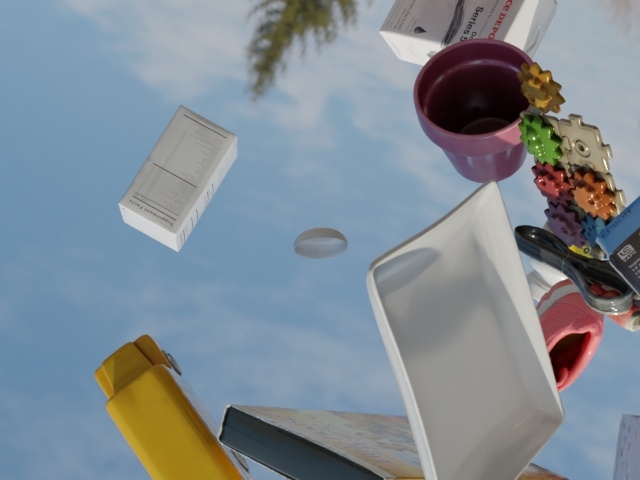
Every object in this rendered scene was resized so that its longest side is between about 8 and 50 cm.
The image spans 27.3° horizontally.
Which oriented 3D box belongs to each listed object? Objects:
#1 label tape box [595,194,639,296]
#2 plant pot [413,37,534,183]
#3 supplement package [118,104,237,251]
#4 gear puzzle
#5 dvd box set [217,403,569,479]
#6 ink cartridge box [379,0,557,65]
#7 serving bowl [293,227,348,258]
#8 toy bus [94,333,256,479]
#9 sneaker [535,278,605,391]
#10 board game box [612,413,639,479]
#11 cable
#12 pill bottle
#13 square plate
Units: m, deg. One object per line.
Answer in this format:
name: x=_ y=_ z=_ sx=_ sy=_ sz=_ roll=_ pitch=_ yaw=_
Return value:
label tape box: x=0.485 y=0.013 z=1.498 sx=0.115 sy=0.249 sz=0.348 roll=44 pitch=-170 yaw=-20
plant pot: x=0.260 y=-0.193 z=2.117 sx=0.201 sy=0.201 sz=0.180 roll=37 pitch=163 yaw=30
supplement package: x=-0.286 y=-0.124 z=2.669 sx=0.139 sy=0.244 sz=0.134 roll=29 pitch=165 yaw=5
gear puzzle: x=0.360 y=-0.111 z=1.944 sx=0.044 sy=0.339 sz=0.175 roll=-37 pitch=-148 yaw=-22
dvd box set: x=0.108 y=0.308 z=1.838 sx=0.307 sy=0.062 sz=0.420 roll=17 pitch=-176 yaw=44
ink cartridge box: x=0.283 y=-0.426 z=2.514 sx=0.273 sy=0.198 sz=0.115 roll=19 pitch=165 yaw=35
serving bowl: x=0.000 y=0.000 z=1.981 sx=0.083 sy=0.083 sz=0.027 roll=10 pitch=-116 yaw=-30
toy bus: x=-0.200 y=0.287 z=1.864 sx=0.333 sy=0.108 sz=0.130 roll=53 pitch=180 yaw=16
sneaker: x=0.313 y=0.196 z=1.975 sx=0.116 sy=0.314 sz=0.136 roll=31 pitch=-156 yaw=-11
board game box: x=0.476 y=0.452 z=1.909 sx=0.050 sy=0.390 sz=0.390 roll=9 pitch=174 yaw=2
cable: x=0.347 y=0.056 z=1.745 sx=0.139 sy=0.072 sz=0.287 roll=-16 pitch=-154 yaw=-39
pill bottle: x=0.435 y=0.010 z=2.290 sx=0.117 sy=0.208 sz=0.117 roll=24 pitch=-165 yaw=-7
square plate: x=0.175 y=0.135 z=1.593 sx=0.049 sy=0.344 sz=0.347 roll=-9 pitch=-167 yaw=35
